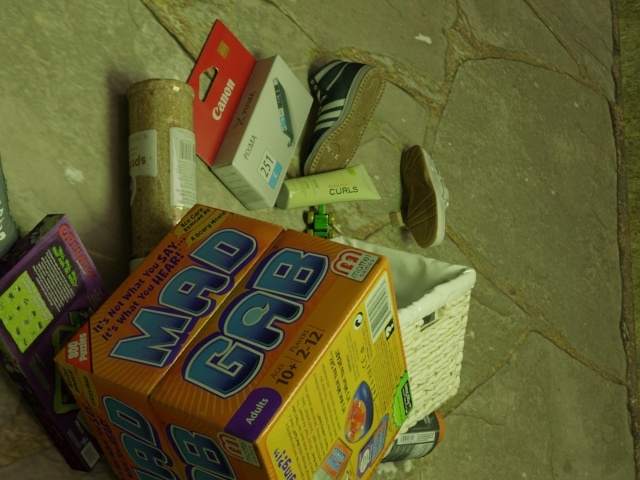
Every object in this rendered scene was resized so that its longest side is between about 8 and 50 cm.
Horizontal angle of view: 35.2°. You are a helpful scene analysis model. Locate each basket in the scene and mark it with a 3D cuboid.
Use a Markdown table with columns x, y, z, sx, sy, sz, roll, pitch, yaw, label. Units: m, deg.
| x | y | z | sx | sy | sz | roll | pitch | yaw | label |
| --- | --- | --- | --- | --- | --- | --- | --- | --- | --- |
| 0.070 | 0.175 | 1.903 | 0.328 | 0.331 | 0.267 | -23 | 122 | -52 | basket |

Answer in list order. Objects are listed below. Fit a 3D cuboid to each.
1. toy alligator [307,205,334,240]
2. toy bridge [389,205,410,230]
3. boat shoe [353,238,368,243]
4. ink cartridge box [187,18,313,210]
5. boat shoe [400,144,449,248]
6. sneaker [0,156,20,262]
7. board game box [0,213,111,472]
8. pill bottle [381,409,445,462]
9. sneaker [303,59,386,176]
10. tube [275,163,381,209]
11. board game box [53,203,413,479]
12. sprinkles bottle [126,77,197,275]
| x | y | z | sx | sy | sz | roll | pitch | yaw | label |
| --- | --- | --- | --- | --- | --- | --- | --- | --- | --- |
| 0.000 | 0.000 | 2.115 | 0.051 | 0.056 | 0.190 | 99 | -8 | -76 | toy alligator |
| 0.231 | -0.057 | 2.445 | 0.188 | 0.026 | 0.063 | -22 | 100 | -52 | toy bridge |
| 0.102 | 0.140 | 2.176 | 0.092 | 0.102 | 0.285 | -26 | 99 | -47 | boat shoe |
| -0.146 | -0.251 | 1.970 | 0.261 | 0.066 | 0.296 | 47 | 48 | -37 | ink cartridge box |
| 0.264 | -0.099 | 2.394 | 0.096 | 0.098 | 0.277 | 21 | 51 | -37 | boat shoe |
| -0.485 | -0.044 | 1.481 | 0.098 | 0.083 | 0.224 | 7 | 87 | -62 | sneaker |
| -0.382 | 0.158 | 1.535 | 0.208 | 0.056 | 0.347 | -51 | 131 | -40 | board game box |
| 0.169 | 0.407 | 2.170 | 0.245 | 0.130 | 0.131 | 9 | 74 | -52 | pill bottle |
| 0.018 | -0.262 | 2.176 | 0.099 | 0.153 | 0.282 | 31 | 88 | -47 | sneaker |
| 0.015 | -0.110 | 2.094 | 0.240 | 0.062 | 0.070 | -10 | 106 | -36 | tube |
| -0.109 | 0.221 | 1.544 | 0.356 | 0.356 | 0.357 | -52 | 145 | -35 | board game box |
| -0.268 | -0.091 | 1.726 | 0.121 | 0.121 | 0.356 | 10 | 74 | -51 | sprinkles bottle |
